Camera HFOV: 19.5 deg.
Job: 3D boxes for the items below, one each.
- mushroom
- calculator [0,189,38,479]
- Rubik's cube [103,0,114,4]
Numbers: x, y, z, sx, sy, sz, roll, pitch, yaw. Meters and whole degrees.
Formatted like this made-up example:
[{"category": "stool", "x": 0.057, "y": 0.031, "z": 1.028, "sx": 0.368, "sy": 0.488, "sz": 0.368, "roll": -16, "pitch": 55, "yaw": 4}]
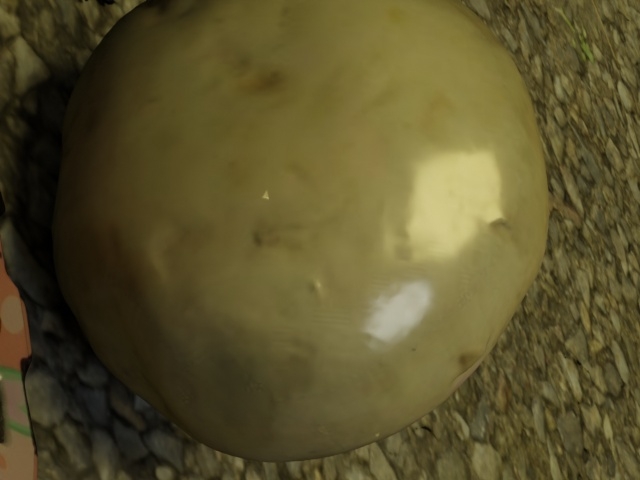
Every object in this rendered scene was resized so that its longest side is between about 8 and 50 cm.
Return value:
[{"category": "mushroom", "x": 0.000, "y": 0.000, "z": 1.134, "sx": 0.336, "sy": 0.314, "sz": 0.314, "roll": 61, "pitch": 20, "yaw": -63}, {"category": "calculator", "x": -0.223, "y": 0.002, "z": 0.907, "sx": 0.220, "sy": 0.048, "sz": 0.329, "roll": 36, "pitch": 33, "yaw": -46}, {"category": "Rubik's cube", "x": -0.111, "y": -0.388, "z": 1.066, "sx": 0.362, "sy": 0.359, "sz": 0.363, "roll": 7, "pitch": 66, "yaw": -58}]
